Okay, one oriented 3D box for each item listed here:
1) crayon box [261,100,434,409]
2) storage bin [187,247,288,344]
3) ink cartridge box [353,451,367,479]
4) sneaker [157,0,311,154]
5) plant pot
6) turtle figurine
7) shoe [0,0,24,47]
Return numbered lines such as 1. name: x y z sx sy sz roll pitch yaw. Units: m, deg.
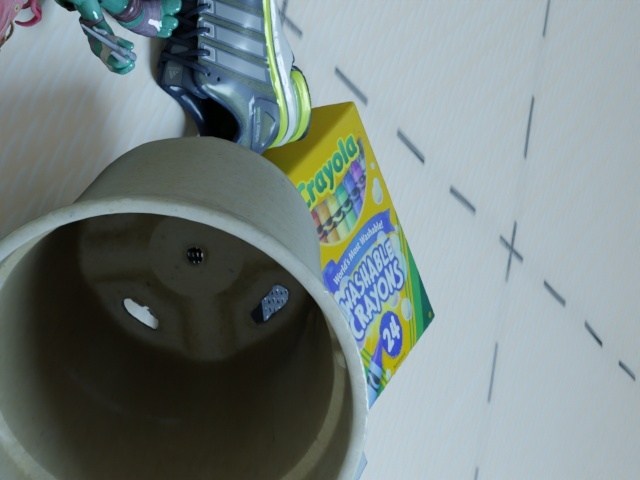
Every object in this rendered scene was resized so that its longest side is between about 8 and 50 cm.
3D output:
1. crayon box: 0.000 0.000 2.050 0.203 0.083 0.323 -51 125 -50
2. storage bin: -0.075 0.047 1.868 0.084 0.122 0.180 2 78 -50
3. ink cartridge box: -0.016 0.275 2.112 0.223 0.045 0.224 -60 141 -44
4. sneaker: -0.104 -0.200 1.871 0.121 0.111 0.300 -41 120 -36
5. plant pot: -0.120 0.067 1.623 0.305 0.334 0.333 -80 161 -67
6. turtle figurine: -0.184 -0.238 1.702 0.234 0.118 0.175 -16 120 -77
7. shoe: -0.272 -0.166 1.586 0.081 0.063 0.178 -13 98 -56
